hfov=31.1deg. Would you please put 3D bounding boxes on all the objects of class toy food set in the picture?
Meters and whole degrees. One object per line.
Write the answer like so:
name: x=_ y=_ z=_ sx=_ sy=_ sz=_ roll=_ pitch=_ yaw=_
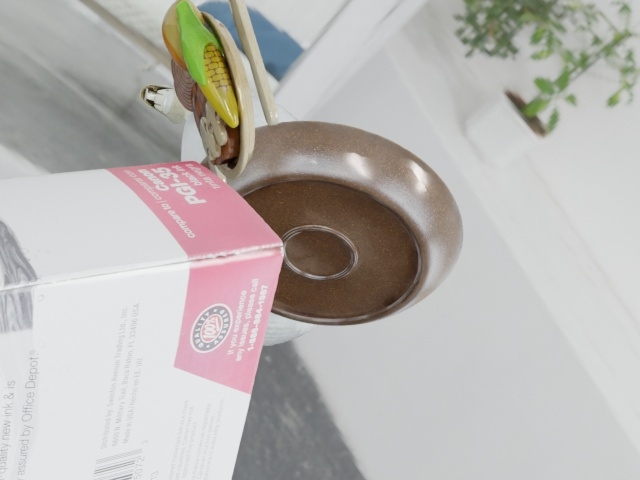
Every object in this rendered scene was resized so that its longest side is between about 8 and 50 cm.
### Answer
toy food set: x=-0.085 y=-0.106 z=0.831 sx=0.039 sy=0.192 sz=0.132 roll=-15 pitch=81 yaw=-19

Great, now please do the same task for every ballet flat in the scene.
ballet flat: x=-0.244 y=-0.216 z=1.802 sx=0.052 sy=0.057 sz=0.168 roll=12 pitch=5 yaw=-26

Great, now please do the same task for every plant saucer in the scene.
plant saucer: x=0.000 y=0.000 z=1.266 sx=0.311 sy=0.311 sz=0.050 roll=33 pitch=42 yaw=-22

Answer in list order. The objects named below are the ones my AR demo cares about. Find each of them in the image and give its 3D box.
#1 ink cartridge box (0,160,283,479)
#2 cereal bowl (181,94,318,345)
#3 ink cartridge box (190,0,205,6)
ink cartridge box: x=-0.182 y=0.076 z=0.643 sx=0.283 sy=0.207 sz=0.117 roll=-8 pitch=36 yaw=-35
cereal bowl: x=-0.049 y=-0.037 z=1.520 sx=0.339 sy=0.141 sz=0.338 roll=-14 pitch=90 yaw=-73
ink cartridge box: x=-0.225 y=-0.407 z=1.629 sx=0.175 sy=0.072 sz=0.127 roll=30 pitch=22 yaw=-2
